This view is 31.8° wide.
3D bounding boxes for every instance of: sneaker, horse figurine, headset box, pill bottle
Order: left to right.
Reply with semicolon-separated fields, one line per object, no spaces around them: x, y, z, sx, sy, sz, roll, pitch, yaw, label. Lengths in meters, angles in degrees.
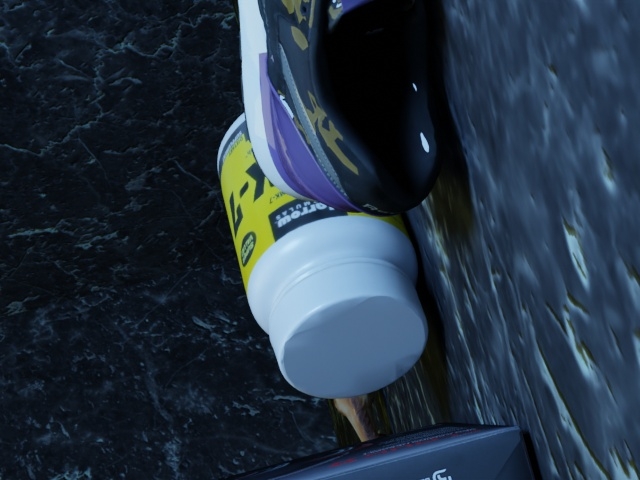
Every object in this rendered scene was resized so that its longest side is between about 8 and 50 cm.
0.000;0.000;0.784;0.208;0.119;0.119;-108;6;-46;pill bottle
0.004;0.180;0.635;0.293;0.218;0.110;95;161;-81;headset box
0.004;-0.149;0.530;0.124;0.107;0.283;25;134;66;sneaker
0.025;0.118;1.265;0.174;0.066;0.263;-99;-4;-56;horse figurine
